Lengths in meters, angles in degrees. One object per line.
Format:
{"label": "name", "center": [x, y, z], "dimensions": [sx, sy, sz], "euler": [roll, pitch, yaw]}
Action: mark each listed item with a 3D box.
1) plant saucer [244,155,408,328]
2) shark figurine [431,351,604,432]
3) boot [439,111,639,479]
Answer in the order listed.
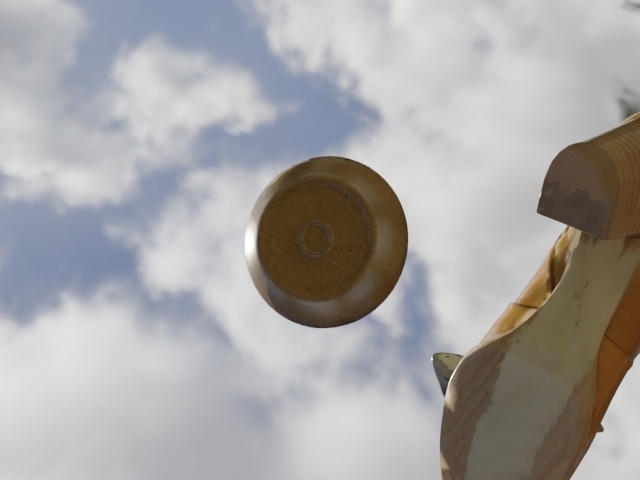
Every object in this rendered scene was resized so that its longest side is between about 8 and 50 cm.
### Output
{"label": "plant saucer", "center": [0.000, 0.000, 0.843], "dimensions": [0.083, 0.083, 0.015], "euler": [28, -176, 20]}
{"label": "shark figurine", "center": [0.166, 0.240, 1.506], "dimensions": [0.166, 0.116, 0.278], "euler": [8, -119, -37]}
{"label": "boot", "center": [0.196, 0.051, 1.144], "dimensions": [0.104, 0.295, 0.211], "euler": [32, -152, 35]}
